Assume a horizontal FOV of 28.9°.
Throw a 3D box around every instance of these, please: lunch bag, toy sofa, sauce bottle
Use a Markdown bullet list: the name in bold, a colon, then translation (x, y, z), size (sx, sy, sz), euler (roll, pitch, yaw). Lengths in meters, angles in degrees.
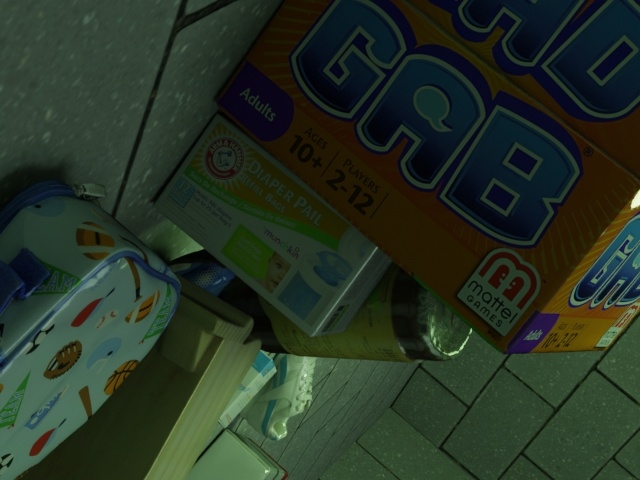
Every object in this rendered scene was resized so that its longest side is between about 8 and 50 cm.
- **lunch bag**: translation (-0.248, 0.090, 0.969), size (0.303, 0.115, 0.243), euler (-49, 165, -3)
- **toy sofa**: translation (-0.214, 0.196, 1.167), size (0.363, 0.150, 0.177), euler (-61, 166, -1)
- **sauce bottle**: translation (-0.011, 0.070, 1.311), size (0.111, 0.344, 0.111), euler (4, 86, -55)

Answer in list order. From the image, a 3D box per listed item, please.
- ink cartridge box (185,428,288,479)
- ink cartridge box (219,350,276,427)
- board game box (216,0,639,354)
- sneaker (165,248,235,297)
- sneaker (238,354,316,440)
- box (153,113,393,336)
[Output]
- **ink cartridge box**: translation (-0.177, 0.464, 2.290), size (0.197, 0.114, 0.273), euler (-48, 168, -6)
- **ink cartridge box**: translation (-0.128, 0.222, 1.900), size (0.122, 0.052, 0.088), euler (-49, 167, -12)
- **board game box**: translation (0.202, -0.141, 1.169), size (0.356, 0.356, 0.356), euler (-54, 157, 12)
- **sneaker**: translation (-0.171, 0.147, 1.317), size (0.330, 0.147, 0.130), euler (-56, 166, 23)
- **sneaker**: translation (-0.047, 0.246, 2.162), size (0.229, 0.092, 0.087), euler (-57, 164, 22)
- **box**: translation (-0.038, -0.016, 1.176), size (0.114, 0.203, 0.103), euler (-55, 165, 9)
